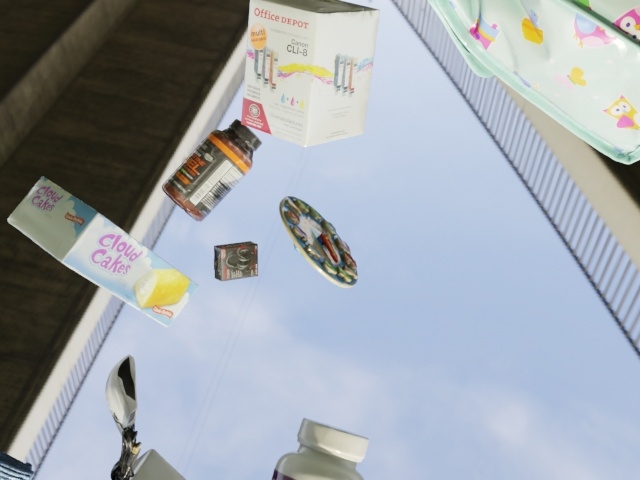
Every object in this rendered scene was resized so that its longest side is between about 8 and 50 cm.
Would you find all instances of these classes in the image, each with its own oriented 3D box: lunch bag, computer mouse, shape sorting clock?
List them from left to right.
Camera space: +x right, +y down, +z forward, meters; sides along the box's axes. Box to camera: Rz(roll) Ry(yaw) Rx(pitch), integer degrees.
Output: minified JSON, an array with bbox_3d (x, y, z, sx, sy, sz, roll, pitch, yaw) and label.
[{"bbox_3d":[-0.299,0.256,1.232,0.042,0.106,0.193,3,-138,-20],"label":"computer mouse"},{"bbox_3d":[0.000,0.000,1.509,0.040,0.206,0.206,-36,-138,17],"label":"shape sorting clock"},{"bbox_3d":[0.236,-0.233,0.719,0.262,0.160,0.223,31,-110,0],"label":"lunch bag"}]

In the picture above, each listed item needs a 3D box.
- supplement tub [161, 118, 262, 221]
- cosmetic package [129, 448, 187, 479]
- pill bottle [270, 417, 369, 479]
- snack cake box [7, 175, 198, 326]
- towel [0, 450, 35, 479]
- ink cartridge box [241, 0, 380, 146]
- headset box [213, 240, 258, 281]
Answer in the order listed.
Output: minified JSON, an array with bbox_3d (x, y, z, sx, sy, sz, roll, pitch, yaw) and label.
[{"bbox_3d":[-0.202,-0.138,1.570,0.198,0.106,0.106,-48,-122,-3],"label":"supplement tub"},{"bbox_3d":[-0.354,0.559,1.320,0.230,0.453,0.161,45,-153,-6],"label":"cosmetic package"},{"bbox_3d":[-0.017,0.471,1.431,0.169,0.169,0.301,15,-101,12],"label":"pill bottle"},{"bbox_3d":[-0.326,0.022,1.264,0.152,0.264,0.089,31,-99,35],"label":"snack cake box"},{"bbox_3d":[-0.408,0.313,1.009,0.067,0.119,0.029,31,-164,-21],"label":"towel"},{"bbox_3d":[-0.015,-0.233,1.104,0.128,0.176,0.127,24,-151,36],"label":"ink cartridge box"},{"bbox_3d":[-0.156,0.038,1.486,0.083,0.062,0.032,-7,-166,-33],"label":"headset box"}]
